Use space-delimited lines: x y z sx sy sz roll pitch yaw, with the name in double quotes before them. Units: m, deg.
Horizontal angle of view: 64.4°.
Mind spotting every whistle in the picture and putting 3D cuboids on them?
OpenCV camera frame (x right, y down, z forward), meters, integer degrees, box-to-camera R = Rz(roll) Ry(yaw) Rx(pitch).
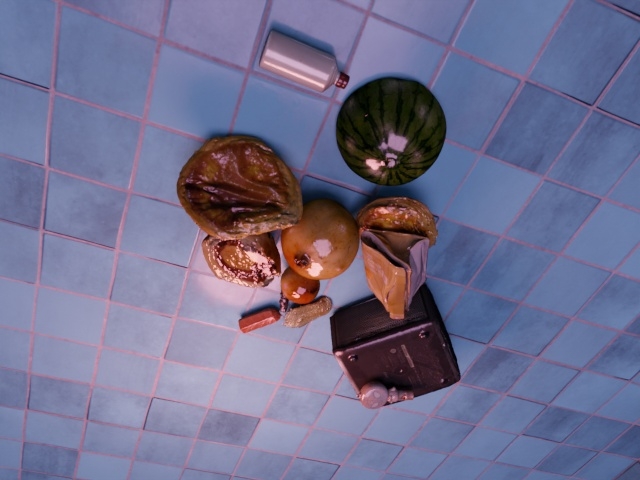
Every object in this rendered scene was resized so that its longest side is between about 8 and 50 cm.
"whistle" 0.235 0.564 1.859 0.219 0.057 0.107 2 112 -11

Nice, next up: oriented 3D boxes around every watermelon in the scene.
"watermelon" 0.214 -0.293 1.469 0.330 0.189 0.331 -5 128 -7

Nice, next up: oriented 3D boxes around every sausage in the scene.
"sausage" -0.225 0.300 1.931 0.169 0.065 0.065 -21 124 12

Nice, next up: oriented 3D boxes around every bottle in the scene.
"bottle" -0.037 -0.472 1.371 0.245 0.104 0.104 18 123 -14

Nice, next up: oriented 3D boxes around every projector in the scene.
"projector" 0.288 0.410 1.929 0.404 0.242 0.395 -20 123 11

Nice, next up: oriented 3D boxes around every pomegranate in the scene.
"pomegranate" 0.000 0.000 1.606 0.264 0.264 0.265 -1 125 -2

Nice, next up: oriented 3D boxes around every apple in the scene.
"apple" -0.066 0.152 1.787 0.146 0.147 0.147 -1 125 -2

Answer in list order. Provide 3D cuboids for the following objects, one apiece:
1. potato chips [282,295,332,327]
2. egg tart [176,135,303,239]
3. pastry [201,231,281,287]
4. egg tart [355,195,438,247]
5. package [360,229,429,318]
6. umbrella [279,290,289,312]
"potato chips" -0.056 0.275 1.938 0.209 0.026 0.142 -41 131 21
"egg tart" -0.243 -0.149 1.514 0.351 0.340 0.153 -20 169 -17
"pastry" -0.249 0.029 1.685 0.236 0.170 0.256 -3 137 25
"egg tart" 0.254 -0.055 1.675 0.296 0.132 0.297 8 141 6
"package" 0.240 0.121 1.685 0.221 0.165 0.311 6 147 12
"umbrella" -0.133 0.208 1.887 0.037 0.040 0.144 25 129 21
